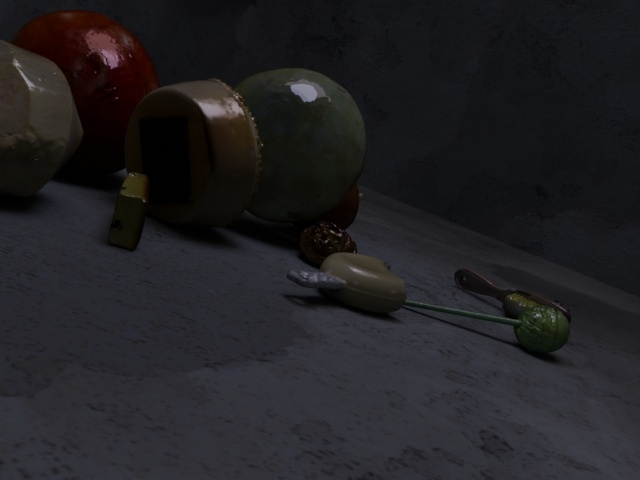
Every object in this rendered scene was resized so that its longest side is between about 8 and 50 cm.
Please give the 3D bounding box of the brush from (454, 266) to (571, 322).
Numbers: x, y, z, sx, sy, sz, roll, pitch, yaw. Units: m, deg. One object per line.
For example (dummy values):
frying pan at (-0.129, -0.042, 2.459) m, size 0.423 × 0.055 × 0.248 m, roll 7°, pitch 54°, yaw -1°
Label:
brush at (0.400, 0.127, 1.552) m, size 0.067 × 0.072 × 0.312 m, roll -7°, pitch 23°, yaw -37°

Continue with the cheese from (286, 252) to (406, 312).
cheese at (0.035, 0.063, 1.207) m, size 0.248 × 0.071 × 0.163 m, roll 12°, pitch 12°, yaw -29°

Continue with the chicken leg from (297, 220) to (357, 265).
chicken leg at (-0.002, 0.002, 1.477) m, size 0.107 × 0.087 × 0.251 m, roll 34°, pitch -2°, yaw -16°

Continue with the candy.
candy at (0.285, 0.137, 1.292) m, size 0.335 × 0.092 × 0.093 m, roll 12°, pitch 46°, yaw 3°

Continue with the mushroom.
mushroom at (-0.074, -0.201, 1.530) m, size 0.352 × 0.352 × 0.260 m, roll 19°, pitch -14°, yaw 5°

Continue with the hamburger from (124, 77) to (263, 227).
hamburger at (-0.235, -0.166, 1.353) m, size 0.302 × 0.302 × 0.170 m, roll 25°, pitch 22°, yaw 32°

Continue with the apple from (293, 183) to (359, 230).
apple at (0.003, -0.103, 1.706) m, size 0.188 × 0.188 × 0.174 m, roll 25°, pitch -4°, yaw 33°

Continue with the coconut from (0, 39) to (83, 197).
coconut at (-0.504, -0.187, 1.133) m, size 0.259 × 0.259 × 0.259 m, roll 18°, pitch 10°, yaw -3°

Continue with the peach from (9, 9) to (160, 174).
peach at (-0.506, -0.304, 1.491) m, size 0.369 × 0.370 × 0.370 m, roll 18°, pitch 10°, yaw -3°

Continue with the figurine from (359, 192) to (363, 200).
figurine at (-0.045, -0.209, 2.164) m, size 0.394 × 0.227 × 0.275 m, roll 28°, pitch 37°, yaw 3°

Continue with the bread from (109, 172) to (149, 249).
bread at (-0.313, -0.055, 1.173) m, size 0.049 × 0.088 × 0.226 m, roll 12°, pitch 10°, yaw -15°
